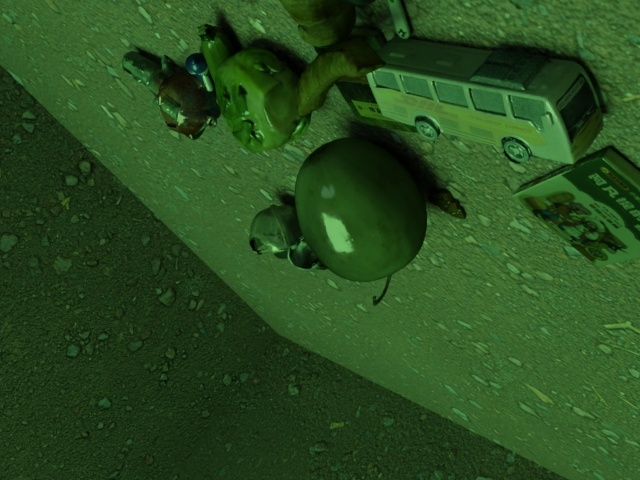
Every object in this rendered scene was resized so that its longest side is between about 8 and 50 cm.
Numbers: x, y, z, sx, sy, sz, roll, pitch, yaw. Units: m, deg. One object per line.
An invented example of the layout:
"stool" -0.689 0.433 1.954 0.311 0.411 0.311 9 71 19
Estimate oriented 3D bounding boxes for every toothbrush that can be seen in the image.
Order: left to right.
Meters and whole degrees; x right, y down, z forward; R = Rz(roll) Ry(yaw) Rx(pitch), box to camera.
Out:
"toothbrush" 0.074 -0.379 1.031 0.030 0.030 0.304 26 161 33

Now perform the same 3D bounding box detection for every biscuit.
"biscuit" 0.253 -0.071 1.544 0.092 0.016 0.082 41 163 -9

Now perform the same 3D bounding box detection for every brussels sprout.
"brussels sprout" -0.112 -0.274 1.495 0.223 0.161 0.223 35 143 32

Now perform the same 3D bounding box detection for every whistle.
"whistle" -0.353 -0.353 1.822 0.346 0.134 0.142 37 151 29

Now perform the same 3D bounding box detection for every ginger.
"ginger" -0.010 -0.370 1.073 0.109 0.116 0.263 15 163 12

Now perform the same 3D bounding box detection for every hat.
"hat" -0.066 -0.010 2.157 0.275 0.161 0.232 18 180 -31

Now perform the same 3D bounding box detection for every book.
"book" 0.083 -0.274 1.317 0.160 0.024 0.228 19 156 41
"book" 0.443 -0.042 1.211 0.202 0.027 0.264 39 164 -6

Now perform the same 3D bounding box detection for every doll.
"doll" -0.246 -0.365 1.626 0.143 0.058 0.098 -28 -73 -82

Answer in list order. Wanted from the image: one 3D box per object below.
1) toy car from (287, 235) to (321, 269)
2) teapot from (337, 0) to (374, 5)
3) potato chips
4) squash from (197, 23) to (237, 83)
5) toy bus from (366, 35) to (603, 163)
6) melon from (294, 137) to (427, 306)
"toy car" 0.000 0.000 2.001 0.095 0.056 0.205 40 119 -21
"teapot" 0.008 -0.376 0.716 0.223 0.285 0.305 33 163 12
"potato chips" 0.021 -0.268 1.227 0.407 0.057 0.080 -175 69 -76
"squash" -0.197 -0.363 1.565 0.066 0.066 0.252 31 162 19
"toy bus" 0.223 -0.206 1.098 0.342 0.097 0.138 23 152 43
"melon" 0.080 -0.056 1.522 0.272 0.272 0.308 25 167 35
